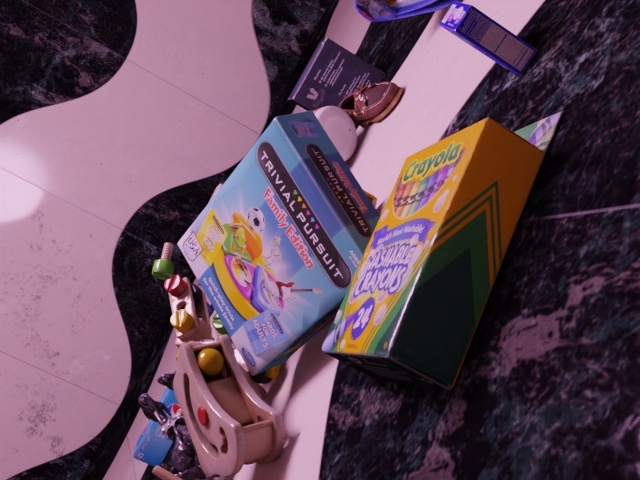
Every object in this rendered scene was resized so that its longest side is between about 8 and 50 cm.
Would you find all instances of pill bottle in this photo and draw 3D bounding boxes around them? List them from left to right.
[{"bbox_3d":[-0.035,-0.209,1.669,0.221,0.121,0.121,-7,53,50],"label":"pill bottle"}]

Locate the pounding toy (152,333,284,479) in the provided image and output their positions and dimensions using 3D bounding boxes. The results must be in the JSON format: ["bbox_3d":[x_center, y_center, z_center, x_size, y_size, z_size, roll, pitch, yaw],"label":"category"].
[{"bbox_3d":[-0.158,0.271,1.120,0.269,0.155,0.154,63,143,26],"label":"pounding toy"}]

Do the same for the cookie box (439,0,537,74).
[{"bbox_3d":[0.218,-0.265,1.014,0.040,0.107,0.092,-57,15,15],"label":"cookie box"}]

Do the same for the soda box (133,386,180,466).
[{"bbox_3d":[-0.372,0.435,1.877,0.210,0.071,0.067,-61,12,1],"label":"soda box"}]

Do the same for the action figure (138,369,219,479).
[{"bbox_3d":[-0.214,0.343,1.353,0.164,0.141,0.276,-53,40,3],"label":"action figure"}]

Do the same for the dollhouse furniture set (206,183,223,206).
[{"bbox_3d":[-0.119,-0.088,1.720,0.286,0.198,0.303,-66,14,-18],"label":"dollhouse furniture set"}]

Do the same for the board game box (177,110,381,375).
[{"bbox_3d":[-0.059,0.014,1.150,0.079,0.253,0.336,-19,-19,-44],"label":"board game box"}]

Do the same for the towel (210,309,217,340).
[{"bbox_3d":[-0.219,0.175,1.888,0.187,0.049,0.282,-60,14,10],"label":"towel"}]

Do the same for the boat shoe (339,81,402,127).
[{"bbox_3d":[0.096,-0.281,1.581,0.073,0.073,0.207,-60,14,-16],"label":"boat shoe"}]

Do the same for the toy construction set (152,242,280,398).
[{"bbox_3d":[-0.171,0.190,1.387,0.309,0.258,0.237,101,176,-60],"label":"toy construction set"}]

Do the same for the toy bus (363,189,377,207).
[{"bbox_3d":[0.007,-0.010,1.292,0.202,0.104,0.191,-62,13,-2],"label":"toy bus"}]

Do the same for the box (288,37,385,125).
[{"bbox_3d":[0.035,-0.347,1.755,0.156,0.158,0.093,-60,13,3],"label":"box"}]

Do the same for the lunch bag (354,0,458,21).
[{"bbox_3d":[0.223,-0.621,1.454,0.385,0.239,0.327,-36,30,47],"label":"lunch bag"}]

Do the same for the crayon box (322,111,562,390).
[{"bbox_3d":[0.128,-0.003,0.872,0.322,0.083,0.203,-64,14,-14],"label":"crayon box"}]
